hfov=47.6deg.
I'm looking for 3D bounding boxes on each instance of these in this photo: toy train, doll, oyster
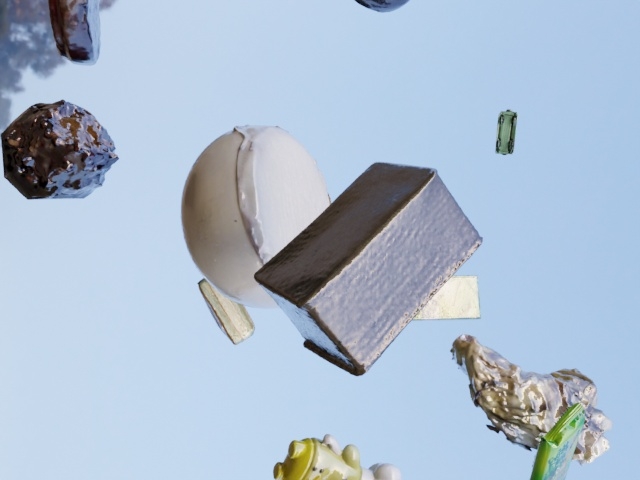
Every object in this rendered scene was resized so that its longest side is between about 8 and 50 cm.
[{"bbox_3d":[0.375,-0.219,1.466,0.056,0.038,0.093,-47,141,-69],"label":"toy train"},{"bbox_3d":[0.025,0.294,0.894,0.106,0.162,0.062,-58,-162,24],"label":"doll"},{"bbox_3d":[0.357,0.257,1.233,0.115,0.351,0.238,-55,-161,16],"label":"oyster"}]

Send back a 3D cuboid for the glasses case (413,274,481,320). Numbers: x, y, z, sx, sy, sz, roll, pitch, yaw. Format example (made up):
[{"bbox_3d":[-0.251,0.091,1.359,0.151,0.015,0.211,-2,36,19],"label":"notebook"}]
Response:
[{"bbox_3d":[0.191,0.119,1.483,0.062,0.272,0.096,149,-59,-72],"label":"glasses case"}]

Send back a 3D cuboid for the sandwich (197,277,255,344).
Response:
[{"bbox_3d":[-0.231,0.166,1.821,0.113,0.079,0.163,42,-24,39],"label":"sandwich"}]

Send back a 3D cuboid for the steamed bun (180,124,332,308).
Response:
[{"bbox_3d":[-0.140,-0.039,1.476,0.241,0.374,0.375,-18,-116,27],"label":"steamed bun"}]

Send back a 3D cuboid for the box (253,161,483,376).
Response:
[{"bbox_3d":[0.064,0.029,1.030,0.273,0.143,0.184,-44,-156,-14],"label":"box"}]

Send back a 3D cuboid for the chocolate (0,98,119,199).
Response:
[{"bbox_3d":[-0.504,-0.195,1.476,0.177,0.224,0.207,-5,-91,49],"label":"chocolate"}]

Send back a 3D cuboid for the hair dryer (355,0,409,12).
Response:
[{"bbox_3d":[0.221,-0.425,1.041,0.320,0.284,0.156,-9,-112,52],"label":"hair dryer"}]

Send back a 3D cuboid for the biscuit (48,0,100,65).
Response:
[{"bbox_3d":[-0.469,-0.534,1.359,0.407,0.091,0.408,179,-90,-76],"label":"biscuit"}]

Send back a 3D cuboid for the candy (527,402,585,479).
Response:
[{"bbox_3d":[0.351,0.332,1.092,0.032,0.102,0.178,34,-42,38],"label":"candy"}]
